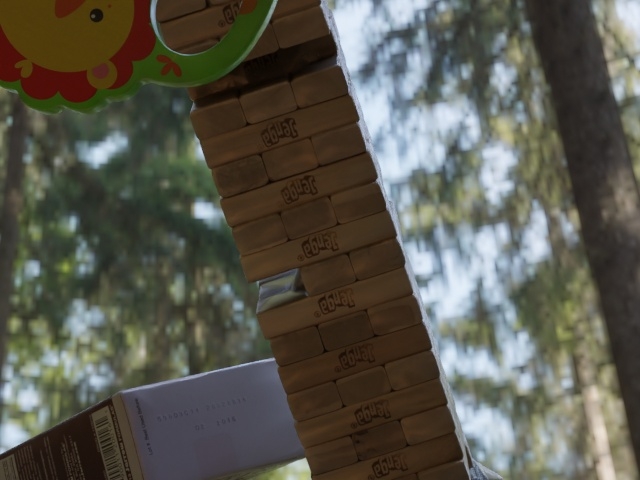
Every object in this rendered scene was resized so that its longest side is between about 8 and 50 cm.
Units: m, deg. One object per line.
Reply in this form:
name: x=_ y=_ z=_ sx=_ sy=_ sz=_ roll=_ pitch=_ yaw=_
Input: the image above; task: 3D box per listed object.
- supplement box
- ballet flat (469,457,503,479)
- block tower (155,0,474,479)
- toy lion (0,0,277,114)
supplement box: x=-0.127 y=0.151 z=1.291 sx=0.130 sy=0.073 sz=0.239 roll=-10 pitch=-11 yaw=-35
ballet flat: x=0.102 y=0.164 z=1.179 sx=0.041 sy=0.114 sz=0.041 roll=-15 pitch=-51 yaw=-19
block tower: x=0.000 y=0.000 z=1.075 sx=0.091 sy=0.097 sz=0.335 roll=-17 pitch=-75 yaw=5
toy lion: x=-0.070 y=-0.084 z=0.655 sx=0.100 sy=0.034 sz=0.096 roll=26 pitch=-91 yaw=3
